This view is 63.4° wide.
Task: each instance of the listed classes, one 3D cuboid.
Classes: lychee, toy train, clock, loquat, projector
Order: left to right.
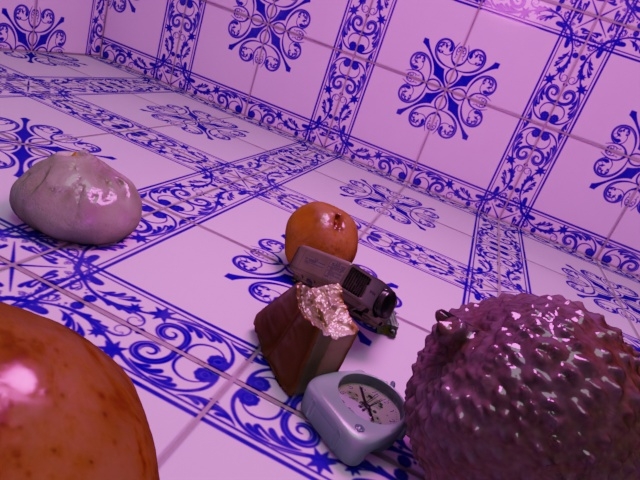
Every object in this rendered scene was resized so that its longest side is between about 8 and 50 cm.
[{"bbox_3d":[0.000,0.000,1.364,0.207,0.208,0.208,17,22,-7],"label":"loquat"},{"bbox_3d":[0.066,0.113,1.132,0.193,0.088,0.269,19,-13,35],"label":"projector"},{"bbox_3d":[0.084,0.300,0.914,0.210,0.066,0.159,2,28,-39],"label":"clock"},{"bbox_3d":[0.158,0.197,1.259,0.056,0.038,0.093,10,23,-6],"label":"toy train"},{"bbox_3d":[0.323,0.264,0.805,0.432,0.380,0.380,44,19,-11],"label":"lychee"}]

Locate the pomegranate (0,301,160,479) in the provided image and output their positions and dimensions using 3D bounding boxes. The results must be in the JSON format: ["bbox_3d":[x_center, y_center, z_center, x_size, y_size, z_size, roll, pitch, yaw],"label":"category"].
[{"bbox_3d":[-0.304,0.243,0.376,0.409,0.411,0.410,17,22,-7],"label":"pomegranate"}]

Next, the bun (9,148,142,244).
[{"bbox_3d":[-0.550,-0.116,1.205,0.283,0.179,0.283,20,22,-8],"label":"bun"}]

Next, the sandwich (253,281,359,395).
[{"bbox_3d":[-0.037,0.154,0.997,0.108,0.186,0.220,7,24,-34],"label":"sandwich"}]
